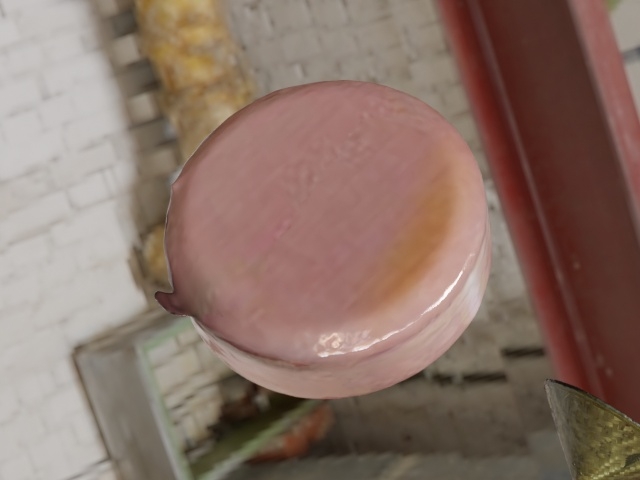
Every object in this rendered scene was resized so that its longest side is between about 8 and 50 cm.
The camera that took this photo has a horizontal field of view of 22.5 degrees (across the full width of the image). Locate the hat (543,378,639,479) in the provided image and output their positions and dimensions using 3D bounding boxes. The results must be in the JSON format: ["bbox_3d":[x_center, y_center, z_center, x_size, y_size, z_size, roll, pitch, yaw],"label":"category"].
[{"bbox_3d":[0.239,0.188,1.394,0.067,0.146,0.146,-55,-161,-10],"label":"hat"}]

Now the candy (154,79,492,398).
[{"bbox_3d":[0.000,0.000,1.200,0.255,0.255,0.094,-18,150,1],"label":"candy"}]
